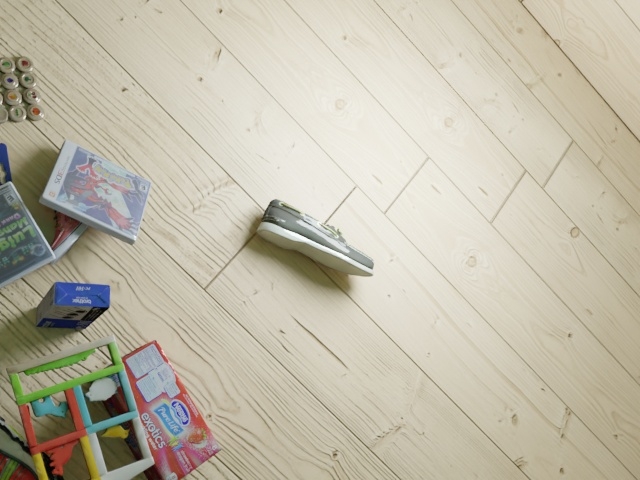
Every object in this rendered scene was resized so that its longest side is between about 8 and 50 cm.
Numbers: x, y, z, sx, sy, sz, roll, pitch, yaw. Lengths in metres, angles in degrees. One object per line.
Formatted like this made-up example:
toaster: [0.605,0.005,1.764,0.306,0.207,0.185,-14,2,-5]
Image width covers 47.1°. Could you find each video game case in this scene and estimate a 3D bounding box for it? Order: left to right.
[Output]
video game case: [-0.633,0.006,1.396,0.190,0.022,0.173,-31,91,-14]
video game case: [-0.457,-0.101,1.513,0.201,0.023,0.183,28,40,-25]

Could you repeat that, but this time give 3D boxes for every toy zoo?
toy zoo: [-0.419,0.336,1.307,0.192,0.030,0.293,-16,83,-25]

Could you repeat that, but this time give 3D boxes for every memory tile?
memory tile: [-0.644,-0.315,1.530,0.113,0.012,0.148,-10,80,-31]

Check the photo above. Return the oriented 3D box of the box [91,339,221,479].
box: [-0.325,0.340,1.437,0.128,0.123,0.256,-31,91,-31]

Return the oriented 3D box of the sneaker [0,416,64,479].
sneaker: [-0.564,0.411,1.314,0.279,0.107,0.118,45,77,-6]

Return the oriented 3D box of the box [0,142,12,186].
box: [-0.717,-0.130,1.419,0.225,0.036,0.136,-6,78,-32]

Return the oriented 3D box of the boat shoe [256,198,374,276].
boat shoe: [0.002,-0.001,1.737,0.305,0.109,0.091,24,69,-17]

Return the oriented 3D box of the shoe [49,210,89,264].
shoe: [-0.517,-0.036,1.487,0.081,0.063,0.178,39,54,-12]

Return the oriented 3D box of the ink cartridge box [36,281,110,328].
ink cartridge box: [-0.466,0.125,1.375,0.097,0.207,0.046,6,71,-27]
